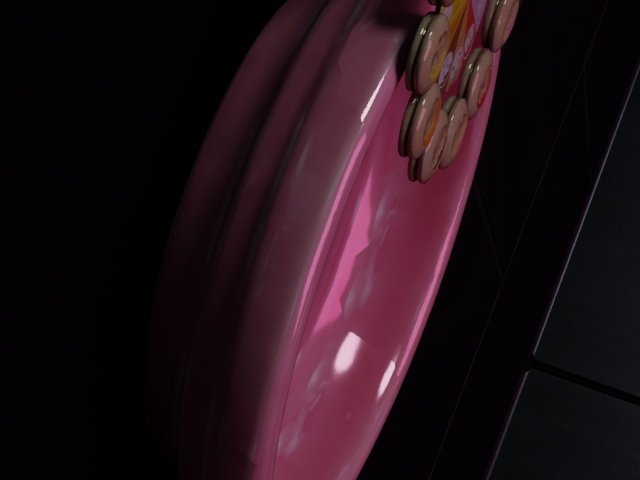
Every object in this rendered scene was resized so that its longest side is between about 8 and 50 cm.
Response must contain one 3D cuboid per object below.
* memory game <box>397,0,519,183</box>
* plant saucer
[{"bbox_3d":[0.073,-0.114,0.907,0.186,0.012,0.186,18,90,-77],"label":"memory game"},{"bbox_3d":[0.000,0.000,0.983,0.332,0.084,0.332,20,90,-77],"label":"plant saucer"}]
